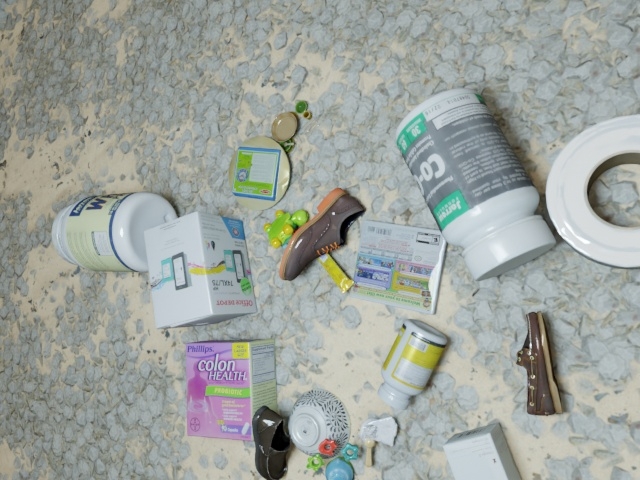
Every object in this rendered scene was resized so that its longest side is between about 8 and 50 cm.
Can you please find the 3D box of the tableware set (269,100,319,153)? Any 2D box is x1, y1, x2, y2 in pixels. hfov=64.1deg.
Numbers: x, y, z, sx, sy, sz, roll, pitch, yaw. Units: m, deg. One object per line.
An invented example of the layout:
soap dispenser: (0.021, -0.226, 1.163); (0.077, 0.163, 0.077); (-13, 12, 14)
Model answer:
tableware set: (-0.082, -0.305, 1.398); (0.154, 0.024, 0.104); (-39, 68, 20)

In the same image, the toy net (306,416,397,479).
toy net: (0.079, 0.478, 1.196); (0.122, 0.045, 0.232); (44, 98, 3)

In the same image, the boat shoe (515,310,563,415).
boat shoe: (0.431, 0.247, 1.027); (0.073, 0.073, 0.207); (-10, 79, 25)

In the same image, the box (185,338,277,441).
box: (-0.236, 0.386, 1.349); (0.214, 0.117, 0.243); (-7, 81, 28)

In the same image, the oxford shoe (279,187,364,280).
oxford shoe: (0.000, 0.000, 1.262); (0.098, 0.097, 0.271); (37, 91, 21)

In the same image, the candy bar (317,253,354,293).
candy bar: (0.026, 0.064, 1.288); (0.040, 0.018, 0.161); (-47, 56, 13)

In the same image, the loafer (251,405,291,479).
loafer: (-0.113, 0.509, 1.248); (0.078, 0.080, 0.220); (9, 121, 32)

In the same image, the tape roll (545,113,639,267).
tape roll: (0.585, -0.088, 0.968); (0.286, 0.100, 0.286); (-4, 82, 29)

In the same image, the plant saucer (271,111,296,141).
plant saucer: (-0.096, -0.305, 1.385); (0.083, 0.015, 0.083); (-6, 78, 30)

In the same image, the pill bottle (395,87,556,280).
pill bottle: (0.316, -0.114, 1.057); (0.204, 0.204, 0.361); (-31, 70, 22)

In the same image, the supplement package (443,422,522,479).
supplement package: (0.339, 0.480, 1.032); (0.105, 0.105, 0.179); (-26, 73, 23)

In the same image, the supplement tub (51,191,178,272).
supplement tub: (-0.614, -0.023, 1.534); (0.325, 0.235, 0.235); (-1, 84, 28)

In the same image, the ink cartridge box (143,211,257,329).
ink cartridge box: (-0.324, 0.088, 1.386); (0.197, 0.198, 0.270); (-17, 77, 25)

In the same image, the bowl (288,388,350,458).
bowl: (-0.019, 0.455, 1.245); (0.170, 0.080, 0.170); (-3, 84, 28)

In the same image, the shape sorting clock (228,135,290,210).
shape sorting clock: (-0.172, -0.186, 1.423); (0.206, 0.040, 0.206); (-1, 87, 28)

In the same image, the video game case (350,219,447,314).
video game case: (0.184, 0.060, 1.212); (0.212, 0.023, 0.193); (10, 89, 28)

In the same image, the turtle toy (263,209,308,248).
turtle toy: (-0.088, -0.033, 1.345); (0.130, 0.066, 0.095); (-46, 42, 14)

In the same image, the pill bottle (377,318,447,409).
pill bottle: (0.198, 0.275, 1.134); (0.103, 0.103, 0.184); (28, 98, 28)
